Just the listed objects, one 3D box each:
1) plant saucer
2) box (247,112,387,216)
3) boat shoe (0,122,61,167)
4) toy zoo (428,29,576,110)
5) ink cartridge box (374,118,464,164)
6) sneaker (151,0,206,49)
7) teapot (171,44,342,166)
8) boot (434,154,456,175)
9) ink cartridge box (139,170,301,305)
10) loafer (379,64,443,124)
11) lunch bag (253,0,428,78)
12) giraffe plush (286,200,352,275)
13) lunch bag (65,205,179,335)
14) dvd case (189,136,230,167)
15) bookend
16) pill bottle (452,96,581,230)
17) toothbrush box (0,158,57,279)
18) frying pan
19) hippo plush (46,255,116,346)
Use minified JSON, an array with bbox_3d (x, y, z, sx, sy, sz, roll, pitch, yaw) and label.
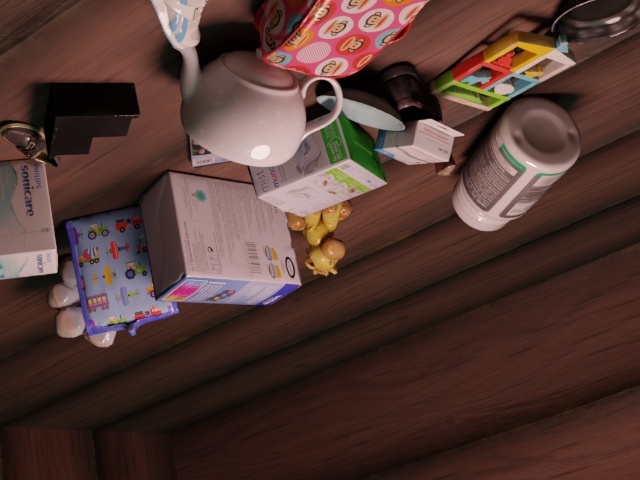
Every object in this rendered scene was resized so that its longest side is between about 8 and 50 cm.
[{"bbox_3d":[0.089,-0.280,1.924,0.194,0.038,0.195,19,177,1],"label":"plant saucer"},{"bbox_3d":[-0.005,-0.162,2.075,0.231,0.127,0.262,-21,165,19],"label":"box"},{"bbox_3d":[-0.564,-0.186,1.815,0.056,0.049,0.152,-24,156,24],"label":"boat shoe"},{"bbox_3d":[0.399,-0.363,1.947,0.192,0.030,0.293,8,157,-38],"label":"toy zoo"},{"bbox_3d":[0.211,-0.211,1.985,0.104,0.060,0.180,19,171,-30],"label":"ink cartridge box"},{"bbox_3d":[-0.221,-0.389,1.495,0.092,0.087,0.229,-16,160,0],"label":"sneaker"},{"bbox_3d":[-0.123,-0.266,1.702,0.256,0.252,0.187,-30,149,-58],"label":"teapot"},{"bbox_3d":[0.271,-0.196,2.218,0.037,0.114,0.106,10,148,-44],"label":"boot"},{"bbox_3d":[-0.211,0.007,2.202,0.395,0.270,0.151,6,152,-39],"label":"ink cartridge box"},{"bbox_3d":[0.203,-0.274,2.015,0.109,0.095,0.302,-20,157,15],"label":"loafer"},{"bbox_3d":[0.054,-0.399,1.592,0.258,0.120,0.293,3,152,-37],"label":"lunch bag"},{"bbox_3d":[0.000,0.000,2.446,0.181,0.171,0.210,-3,155,-27],"label":"giraffe plush"},{"bbox_3d":[-0.465,0.083,2.196,0.220,0.293,0.138,-12,158,-4],"label":"lunch bag"},{"bbox_3d":[-0.191,-0.236,1.965,0.180,0.022,0.253,-11,158,-10],"label":"dvd case"},{"bbox_3d":[-0.440,-0.227,1.764,0.157,0.072,0.156,-5,157,-23],"label":"bookend"},{"bbox_3d":[0.468,-0.175,2.271,0.204,0.204,0.361,-6,157,-20],"label":"pill bottle"},{"bbox_3d":[-0.698,-0.035,1.877,0.295,0.216,0.126,-8,158,-17],"label":"toothbrush box"},{"bbox_3d":[0.538,-0.433,1.900,0.197,0.053,0.326,-1,165,-20],"label":"frying pan"},{"bbox_3d":[-0.590,0.140,2.456,0.294,0.234,0.236,-53,-176,-12],"label":"hippo plush"}]
